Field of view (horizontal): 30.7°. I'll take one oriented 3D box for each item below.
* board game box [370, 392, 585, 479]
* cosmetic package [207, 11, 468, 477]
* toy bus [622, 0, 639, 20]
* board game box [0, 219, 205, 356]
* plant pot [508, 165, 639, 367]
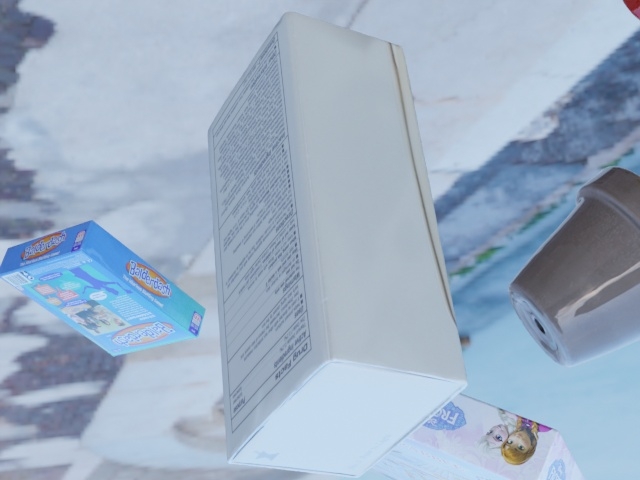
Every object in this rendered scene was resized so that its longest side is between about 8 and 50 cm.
[{"bbox_3d":[0.133,0.230,1.280,0.318,0.066,0.318,18,161,29],"label":"board game box"},{"bbox_3d":[0.000,0.000,0.871,0.113,0.310,0.160,12,142,-26],"label":"cosmetic package"},{"bbox_3d":[0.217,-0.269,0.844,0.202,0.191,0.104,19,-151,17],"label":"toy bus"},{"bbox_3d":[-0.272,0.065,1.461,0.160,0.047,0.210,-15,137,35],"label":"board game box"},{"bbox_3d":[0.403,0.059,1.683,0.229,0.263,0.263,-33,165,-7],"label":"plant pot"}]
